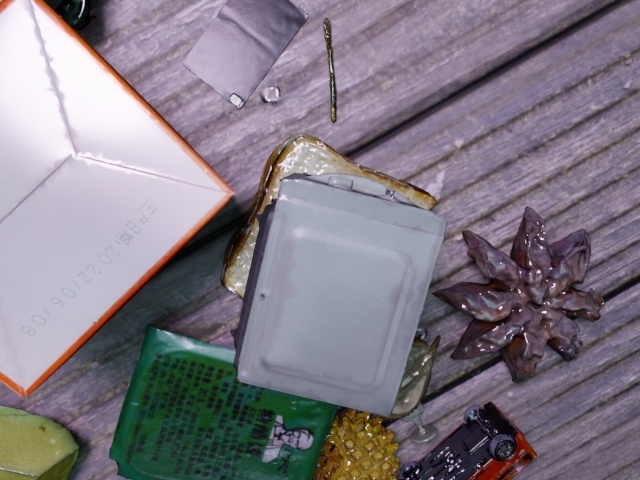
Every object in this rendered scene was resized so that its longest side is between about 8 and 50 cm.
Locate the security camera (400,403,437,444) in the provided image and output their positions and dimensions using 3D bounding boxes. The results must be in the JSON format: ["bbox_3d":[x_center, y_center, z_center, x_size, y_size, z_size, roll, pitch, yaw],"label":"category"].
[{"bbox_3d":[0.177,0.329,0.867,0.058,0.058,0.092,-23,90,-2],"label":"security camera"}]

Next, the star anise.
[{"bbox_3d":[0.360,0.104,0.809,0.332,0.117,0.331,0,94,-5],"label":"star anise"}]

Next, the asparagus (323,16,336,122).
[{"bbox_3d":[0.017,-0.280,0.757,0.016,0.013,0.166,-7,101,-16],"label":"asparagus"}]

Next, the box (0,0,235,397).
[{"bbox_3d":[-0.350,-0.058,0.617,0.348,0.257,0.318,-46,105,-4],"label":"box"}]

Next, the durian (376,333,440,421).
[{"bbox_3d":[0.137,0.225,0.820,0.188,0.091,0.148,-38,114,-2],"label":"durian"}]

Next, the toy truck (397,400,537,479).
[{"bbox_3d":[0.270,0.431,0.859,0.253,0.107,0.114,-42,110,0],"label":"toy truck"}]

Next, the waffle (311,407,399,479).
[{"bbox_3d":[0.050,0.410,0.851,0.197,0.070,0.193,-9,101,-5],"label":"waffle"}]

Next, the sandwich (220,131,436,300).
[{"bbox_3d":[0.000,0.000,0.762,0.271,0.099,0.301,27,99,-5],"label":"sandwich"}]

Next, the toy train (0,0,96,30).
[{"bbox_3d":[-0.487,-0.324,0.608,0.369,0.150,0.237,-38,99,13],"label":"toy train"}]

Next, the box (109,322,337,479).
[{"bbox_3d":[-0.159,0.294,0.791,0.337,0.106,0.264,18,98,-10],"label":"box"}]

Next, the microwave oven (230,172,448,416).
[{"bbox_3d":[0.006,0.033,0.569,0.181,0.295,0.237,15,99,-4],"label":"microwave oven"}]

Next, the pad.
[{"bbox_3d":[-0.120,-0.324,0.739,0.116,0.004,0.193,37,94,-11],"label":"pad"}]

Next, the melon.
[{"bbox_3d":[-0.554,0.442,0.767,0.196,0.124,0.323,25,102,-9],"label":"melon"}]
